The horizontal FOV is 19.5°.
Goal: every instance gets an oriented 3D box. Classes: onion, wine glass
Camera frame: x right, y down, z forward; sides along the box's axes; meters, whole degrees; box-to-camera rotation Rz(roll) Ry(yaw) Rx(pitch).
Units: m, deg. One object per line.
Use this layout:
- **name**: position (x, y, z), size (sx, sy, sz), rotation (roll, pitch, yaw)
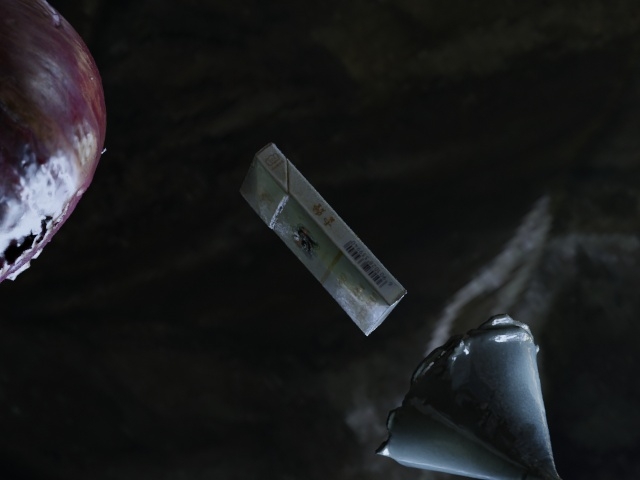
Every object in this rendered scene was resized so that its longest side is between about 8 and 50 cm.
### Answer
- **onion**: position (-0.385, -0.135, 1.640), size (0.348, 0.385, 0.347), rotation (-23, -152, 13)
- **wine glass**: position (0.173, 0.182, 1.371), size (0.156, 0.156, 0.232), rotation (-41, -125, -4)

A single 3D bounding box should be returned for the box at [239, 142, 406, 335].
- **box**: position (0.000, 0.000, 1.543), size (0.024, 0.167, 0.090), rotation (-40, 173, -21)
